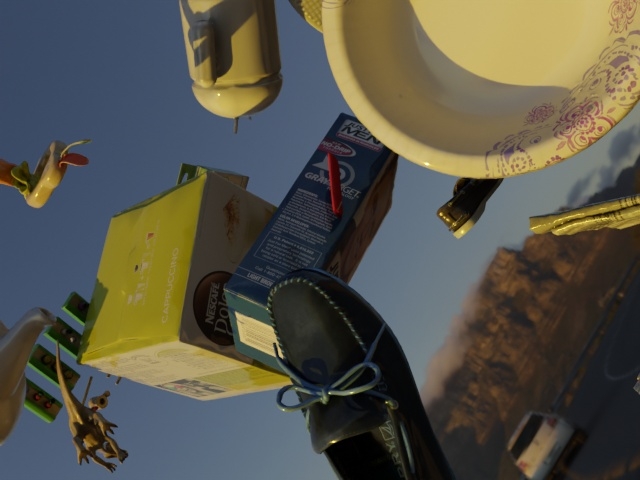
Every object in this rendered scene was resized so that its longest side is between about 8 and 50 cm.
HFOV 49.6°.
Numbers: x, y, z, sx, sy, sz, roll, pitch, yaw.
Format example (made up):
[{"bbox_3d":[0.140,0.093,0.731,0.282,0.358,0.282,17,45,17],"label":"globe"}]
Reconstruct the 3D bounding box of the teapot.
[{"bbox_3d":[-0.489,0.148,0.873,0.252,0.256,0.187,146,137,-60],"label":"teapot"}]

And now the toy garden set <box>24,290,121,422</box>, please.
[{"bbox_3d":[-0.473,0.253,1.386,0.204,0.049,0.244,48,-137,-28],"label":"toy garden set"}]

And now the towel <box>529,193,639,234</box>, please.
[{"bbox_3d":[0.547,-0.052,1.135,0.312,0.324,0.056,-8,-93,-49],"label":"towel"}]

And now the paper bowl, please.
[{"bbox_3d":[0.155,-0.202,0.610,0.148,0.284,0.284,-30,-35,-65],"label":"paper bowl"}]

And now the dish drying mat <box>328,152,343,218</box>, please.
[{"bbox_3d":[0.020,-0.073,0.910,0.032,0.008,0.083,41,-138,-60],"label":"dish drying mat"}]

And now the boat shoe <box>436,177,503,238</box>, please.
[{"bbox_3d":[0.290,-0.093,1.334,0.081,0.069,0.228,-48,1,44],"label":"boat shoe"}]

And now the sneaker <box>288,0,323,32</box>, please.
[{"bbox_3d":[0.061,-0.513,1.554,0.366,0.150,0.135,18,-74,-32],"label":"sneaker"}]

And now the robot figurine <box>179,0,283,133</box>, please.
[{"bbox_3d":[-0.185,-0.414,1.470,0.300,0.200,0.353,-44,-45,-57],"label":"robot figurine"}]

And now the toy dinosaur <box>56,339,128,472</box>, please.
[{"bbox_3d":[-0.271,0.210,0.794,0.053,0.093,0.183,-33,-57,-24],"label":"toy dinosaur"}]

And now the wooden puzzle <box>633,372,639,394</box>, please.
[{"bbox_3d":[0.460,0.193,0.973,0.049,0.006,0.083,-60,-13,7],"label":"wooden puzzle"}]

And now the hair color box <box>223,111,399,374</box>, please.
[{"bbox_3d":[0.000,0.000,0.990,0.174,0.105,0.347,91,-155,-55],"label":"hair color box"}]

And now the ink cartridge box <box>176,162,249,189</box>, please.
[{"bbox_3d":[-0.278,-0.129,1.774,0.209,0.062,0.109,3,-74,-61],"label":"ink cartridge box"}]

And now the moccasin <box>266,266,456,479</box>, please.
[{"bbox_3d":[0.048,0.182,0.731,0.138,0.342,0.117,-37,-6,26],"label":"moccasin"}]

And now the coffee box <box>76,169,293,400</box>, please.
[{"bbox_3d":[-0.235,0.112,1.414,0.334,0.338,0.337,28,-123,-40],"label":"coffee box"}]

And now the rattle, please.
[{"bbox_3d":[-0.487,-0.141,1.164,0.200,0.143,0.130,-12,42,56],"label":"rattle"}]
